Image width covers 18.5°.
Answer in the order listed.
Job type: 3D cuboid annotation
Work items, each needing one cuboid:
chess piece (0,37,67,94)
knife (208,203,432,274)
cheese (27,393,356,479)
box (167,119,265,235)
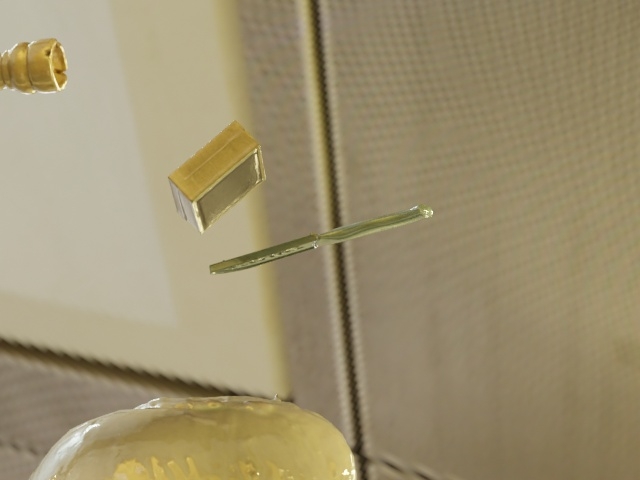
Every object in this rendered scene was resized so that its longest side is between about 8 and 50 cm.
[{"bbox_3d":[-0.294,-0.155,1.781,0.122,0.066,0.066,-6,-48,14],"label":"chess piece"},{"bbox_3d":[0.000,-0.001,1.781,0.210,0.028,0.015,-16,-95,10],"label":"knife"},{"bbox_3d":[-0.088,0.176,1.139,0.189,0.154,0.198,2,-26,-27],"label":"cheese"},{"bbox_3d":[-0.088,-0.052,1.683,0.035,0.079,0.083,45,-12,17],"label":"box"}]
